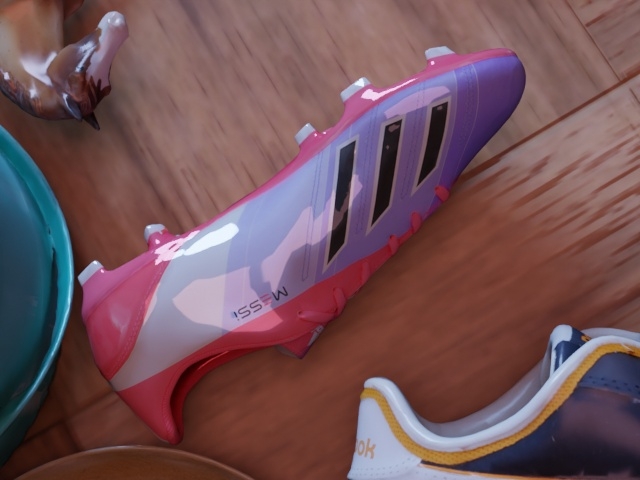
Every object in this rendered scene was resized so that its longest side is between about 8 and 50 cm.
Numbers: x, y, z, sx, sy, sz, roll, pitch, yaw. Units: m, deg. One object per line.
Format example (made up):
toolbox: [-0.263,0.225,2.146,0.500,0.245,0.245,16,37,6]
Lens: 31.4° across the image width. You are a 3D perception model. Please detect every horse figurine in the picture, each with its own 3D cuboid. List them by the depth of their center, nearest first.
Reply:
horse figurine: [-0.195,-0.173,0.602,0.263,0.066,0.174,21,83,10]

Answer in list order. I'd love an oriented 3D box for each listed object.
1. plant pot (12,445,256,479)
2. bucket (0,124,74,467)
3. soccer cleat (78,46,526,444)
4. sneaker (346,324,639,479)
plant pot: [-0.088,0.217,0.544,0.236,0.032,0.236,-1,82,7]
bucket: [-0.258,0.024,0.519,0.281,0.183,0.281,-1,81,6]
soccer cleat: [0.000,0.000,0.544,0.248,0.083,0.095,-32,79,4]
sneaker: [0.167,0.091,0.487,0.321,0.126,0.127,-9,82,5]
